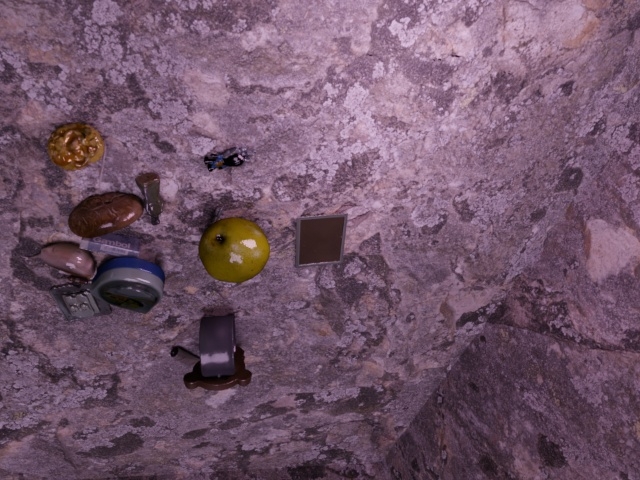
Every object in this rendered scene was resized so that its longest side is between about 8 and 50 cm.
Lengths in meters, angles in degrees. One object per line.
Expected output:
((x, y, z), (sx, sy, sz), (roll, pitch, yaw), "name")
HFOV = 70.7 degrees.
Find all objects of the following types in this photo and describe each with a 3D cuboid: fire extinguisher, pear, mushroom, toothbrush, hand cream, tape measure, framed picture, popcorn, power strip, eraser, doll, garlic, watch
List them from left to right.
((-1.018, 0.070, 1.772), (0.267, 0.128, 0.148), (28, 104, -20), "garlic")
((-1.021, 0.171, 1.875), (0.100, 0.032, 0.046), (14, 124, -14), "fire extinguisher")
((-0.802, -0.304, 1.484), (0.180, 0.180, 0.170), (3, 160, -18), "popcorn")
((-1.027, 0.274, 1.938), (0.198, 0.064, 0.213), (-11, 129, -7), "power strip")
((-0.803, -0.073, 1.671), (0.286, 0.151, 0.156), (-18, 129, -2), "mushroom")
((-0.819, 0.013, 1.772), (0.213, 0.092, 0.046), (14, 121, -25), "eraser")
((-0.764, 0.182, 1.830), (0.259, 0.138, 0.262), (24, 142, -36), "tape measure")
((-0.694, 0.596, 2.302), (0.087, 0.054, 0.186), (-28, 136, 13), "hand cream")
((-0.464, -0.024, 1.889), (0.028, 0.026, 0.294), (23, 119, -9), "toothbrush")
((-0.487, 0.506, 2.154), (0.314, 0.335, 0.326), (-1, 109, -9), "watch")
((-0.331, -0.304, 1.678), (0.195, 0.070, 0.096), (-14, 146, 4), "doll")
((-0.345, 0.038, 1.810), (0.294, 0.294, 0.294), (-8, 129, -10), "pear")
((0.000, 0.000, 2.046), (0.232, 0.019, 0.296), (-5, 129, -12), "framed picture")

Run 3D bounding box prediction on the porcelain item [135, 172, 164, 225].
((-0.635, -0.149, 1.712), (0.081, 0.069, 0.215), (-32, 141, -36), "porcelain item")
